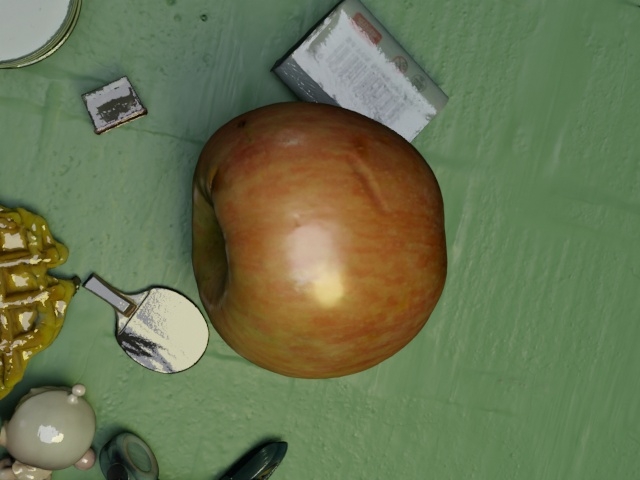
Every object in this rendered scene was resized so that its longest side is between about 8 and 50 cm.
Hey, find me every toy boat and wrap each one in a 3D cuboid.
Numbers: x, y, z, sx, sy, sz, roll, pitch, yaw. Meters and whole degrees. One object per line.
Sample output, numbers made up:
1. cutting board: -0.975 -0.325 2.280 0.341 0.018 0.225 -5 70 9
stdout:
1. toy boat: -0.107 0.374 1.557 0.141 0.055 0.060 -43 127 -2

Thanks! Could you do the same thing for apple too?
1. apple: 0.000 0.000 1.358 0.347 0.391 0.391 -2 99 -18

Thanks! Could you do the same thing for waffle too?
1. waffle: -0.573 0.083 1.400 0.380 0.095 0.382 32 89 -13

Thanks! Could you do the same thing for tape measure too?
1. tape measure: -0.330 0.389 1.507 0.104 0.107 0.180 20 120 -38

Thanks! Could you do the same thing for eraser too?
1. eraser: 0.061 -0.241 1.481 0.174 0.081 0.227 -45 105 2

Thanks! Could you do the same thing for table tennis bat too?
1. table tennis bat: -0.273 0.122 1.501 0.220 0.019 0.130 37 89 -16

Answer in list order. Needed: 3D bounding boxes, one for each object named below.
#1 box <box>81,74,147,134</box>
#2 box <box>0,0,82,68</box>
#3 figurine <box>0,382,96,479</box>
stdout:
1. box: -0.306 -0.201 1.424 0.085 0.060 0.063 -24 95 -7
2. box: -0.446 -0.350 1.322 0.226 0.149 0.226 -2 100 -11
3. figurine: -0.428 0.321 1.440 0.182 0.144 0.256 19 92 -11
